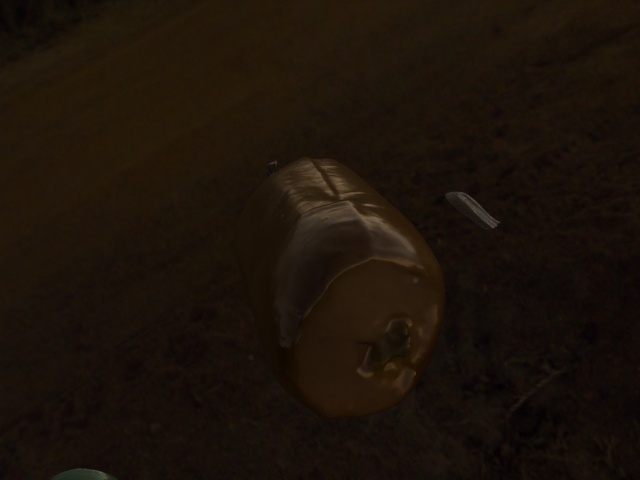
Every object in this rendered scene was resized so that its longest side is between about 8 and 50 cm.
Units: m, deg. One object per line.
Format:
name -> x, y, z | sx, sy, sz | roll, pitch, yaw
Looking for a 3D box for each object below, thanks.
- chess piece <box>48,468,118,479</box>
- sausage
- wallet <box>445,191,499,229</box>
chess piece -> -0.392, 0.511, 1.302 | 0.139, 0.139, 0.271 | -15, 45, 15
sausage -> -0.004, 0.004, 0.546 | 0.112, 0.112, 0.328 | -25, 19, -3
wallet -> 0.129, -0.027, 0.718 | 0.011, 0.044, 0.083 | -49, 1, 3
